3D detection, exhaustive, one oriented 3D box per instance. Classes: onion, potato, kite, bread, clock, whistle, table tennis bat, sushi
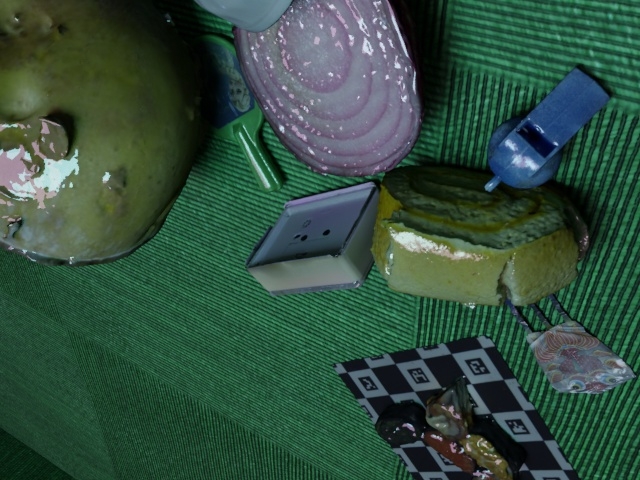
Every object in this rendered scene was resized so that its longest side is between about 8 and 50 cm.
[{"bbox_3d":[0.034,-0.206,0.807,0.250,0.111,0.247,-11,115,43],"label":"onion"},{"bbox_3d":[-0.366,-0.222,0.928,0.442,0.385,0.319,34,122,2],"label":"potato"},{"bbox_3d":[0.323,0.124,0.917,0.127,0.016,0.229,-26,107,44],"label":"kite"},{"bbox_3d":[0.182,-0.002,0.801,0.257,0.186,0.124,11,125,22],"label":"bread"},{"bbox_3d":[0.000,0.000,0.973,0.192,0.147,0.071,-10,129,42],"label":"clock"},{"bbox_3d":[0.243,-0.113,0.752,0.090,0.090,0.158,44,100,1],"label":"whistle"},{"bbox_3d":[-0.127,-0.187,1.013,0.160,0.039,0.257,-11,112,46],"label":"table tennis bat"},{"bbox_3d":[0.212,0.339,1.139,0.359,0.064,0.343,-22,107,47],"label":"sushi"}]

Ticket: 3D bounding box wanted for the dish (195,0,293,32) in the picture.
[{"bbox_3d":[-0.101,-0.365,0.683,0.303,0.120,0.303,1,92,60],"label":"dish"}]
